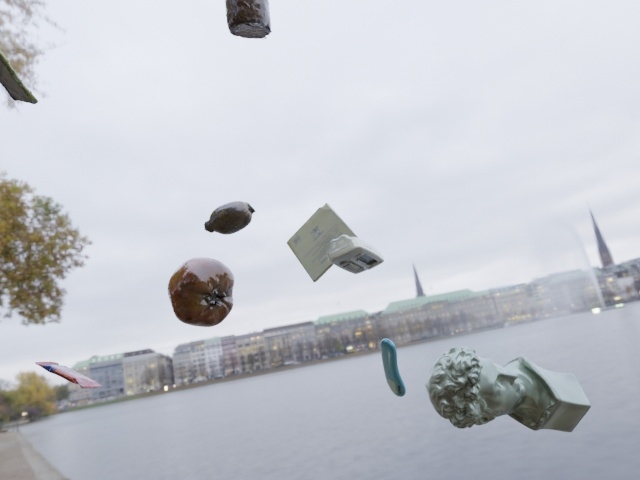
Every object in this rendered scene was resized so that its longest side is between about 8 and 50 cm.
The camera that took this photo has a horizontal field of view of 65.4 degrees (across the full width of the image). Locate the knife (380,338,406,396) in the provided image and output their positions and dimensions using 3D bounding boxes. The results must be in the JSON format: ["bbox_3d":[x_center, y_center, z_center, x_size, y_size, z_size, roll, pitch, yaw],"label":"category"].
[{"bbox_3d":[0.196,0.342,1.339,0.031,0.221,0.064,-37,40,-28],"label":"knife"}]

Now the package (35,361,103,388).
[{"bbox_3d":[-0.731,0.389,1.448,0.201,0.022,0.083,15,-12,24],"label":"package"}]

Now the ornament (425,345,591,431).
[{"bbox_3d":[0.298,0.248,0.814,0.286,0.120,0.130,17,-64,-25],"label":"ornament"}]

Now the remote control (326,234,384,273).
[{"bbox_3d":[0.083,0.034,1.184,0.090,0.049,0.230,-28,-20,13],"label":"remote control"}]

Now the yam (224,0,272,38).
[{"bbox_3d":[-0.127,-0.420,0.844,0.079,0.141,0.079,-6,2,0],"label":"yam"}]

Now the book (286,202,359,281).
[{"bbox_3d":[0.000,0.000,1.361,0.168,0.192,0.013,-45,-47,7],"label":"book"}]

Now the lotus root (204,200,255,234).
[{"bbox_3d":[-0.353,-0.084,1.927,0.210,0.120,0.120,-24,-14,0],"label":"lotus root"}]

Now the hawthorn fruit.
[{"bbox_3d":[-0.359,0.143,1.445,0.200,0.199,0.251,0,6,-38],"label":"hawthorn fruit"}]

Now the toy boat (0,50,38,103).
[{"bbox_3d":[-0.594,-0.311,0.948,0.064,0.016,0.115,16,-33,21],"label":"toy boat"}]
